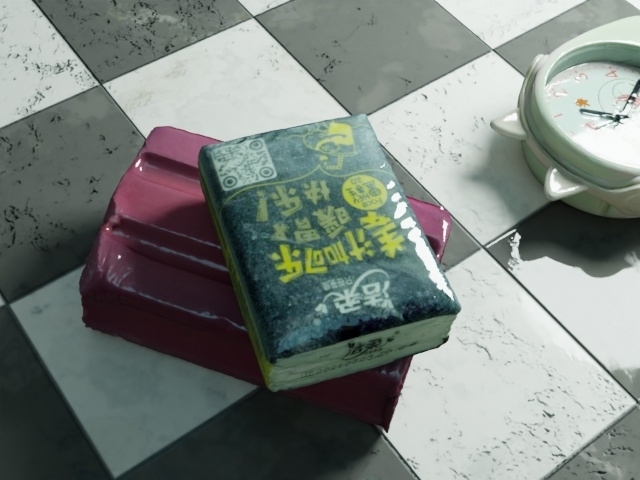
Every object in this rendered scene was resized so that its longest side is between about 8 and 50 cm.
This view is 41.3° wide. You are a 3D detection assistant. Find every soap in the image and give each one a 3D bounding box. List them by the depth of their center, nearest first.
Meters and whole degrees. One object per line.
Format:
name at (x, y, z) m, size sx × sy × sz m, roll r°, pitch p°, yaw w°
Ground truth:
soap at (-0.058, 0.031, 0.925) m, size 0.359 × 0.128 × 0.233 m, roll 17°, pitch 55°, yaw 9°

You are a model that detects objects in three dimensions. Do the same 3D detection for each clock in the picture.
clock at (0.381, -0.147, 1.086) m, size 0.324 × 0.108 × 0.265 m, roll -21°, pitch 60°, yaw -16°

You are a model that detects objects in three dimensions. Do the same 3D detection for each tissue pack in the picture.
tissue pack at (0.000, 0.000, 0.827) m, size 0.185 × 0.081 × 0.257 m, roll -14°, pitch 58°, yaw -13°
